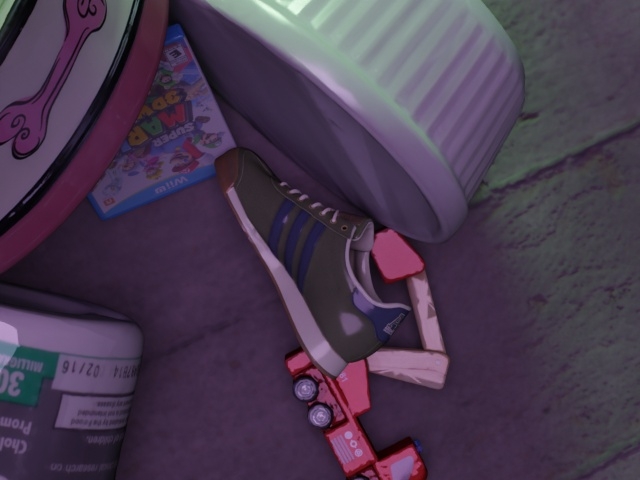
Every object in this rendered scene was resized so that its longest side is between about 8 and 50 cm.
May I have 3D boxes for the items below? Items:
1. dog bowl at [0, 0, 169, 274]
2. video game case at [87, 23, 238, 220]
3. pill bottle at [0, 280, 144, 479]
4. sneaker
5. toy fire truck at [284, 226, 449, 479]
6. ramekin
[{"bbox_3d":[-0.276,-0.130,1.321,0.408,0.408,0.150,-50,133,2],"label":"dog bowl"},{"bbox_3d":[-0.133,-0.083,1.427,0.119,0.166,0.015,-23,57,1],"label":"video game case"},{"bbox_3d":[-0.261,0.213,1.410,0.204,0.204,0.361,12,92,-1],"label":"pill bottle"},{"bbox_3d":[0.000,0.000,1.438,0.086,0.064,0.192,-32,72,14],"label":"sneaker"},{"bbox_3d":[0.047,0.098,1.485,0.135,0.047,0.192,-29,92,1],"label":"toy fire truck"},{"bbox_3d":[0.024,-0.130,1.374,0.273,0.273,0.127,41,81,-2],"label":"ramekin"}]
